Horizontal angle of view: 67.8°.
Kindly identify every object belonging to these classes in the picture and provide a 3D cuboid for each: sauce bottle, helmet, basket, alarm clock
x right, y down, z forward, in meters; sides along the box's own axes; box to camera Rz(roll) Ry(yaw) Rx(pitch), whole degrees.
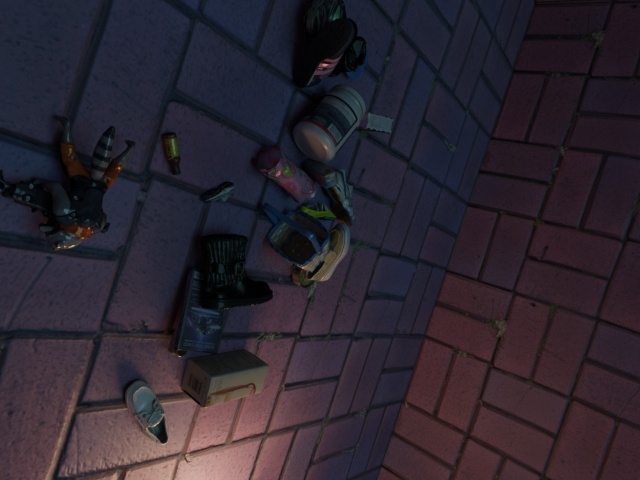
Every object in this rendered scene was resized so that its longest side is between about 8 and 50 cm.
[{"bbox_3d":[-0.451,-0.264,1.456,0.042,0.042,0.128,-28,125,-42],"label":"sauce bottle"},{"bbox_3d":[0.015,-0.798,1.719,0.169,0.169,0.161,-54,153,-21],"label":"helmet"},{"bbox_3d":[-0.094,-0.020,1.856,0.201,0.255,0.289,-51,155,-7],"label":"basket"},{"bbox_3d":[-0.080,0.137,2.088,0.192,0.064,0.129,17,92,-56],"label":"alarm clock"}]

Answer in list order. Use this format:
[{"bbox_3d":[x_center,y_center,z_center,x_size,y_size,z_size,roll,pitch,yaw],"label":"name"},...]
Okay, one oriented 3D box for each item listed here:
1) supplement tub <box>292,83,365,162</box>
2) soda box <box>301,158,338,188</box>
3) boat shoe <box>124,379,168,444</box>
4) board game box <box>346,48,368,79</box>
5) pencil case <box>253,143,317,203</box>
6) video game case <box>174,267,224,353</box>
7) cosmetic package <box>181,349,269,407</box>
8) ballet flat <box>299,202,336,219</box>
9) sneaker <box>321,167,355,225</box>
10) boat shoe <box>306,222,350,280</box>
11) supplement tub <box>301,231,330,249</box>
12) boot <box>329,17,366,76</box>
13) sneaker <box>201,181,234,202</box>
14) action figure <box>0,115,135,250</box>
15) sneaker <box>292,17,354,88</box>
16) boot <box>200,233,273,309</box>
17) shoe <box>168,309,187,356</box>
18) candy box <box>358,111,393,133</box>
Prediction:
[{"bbox_3d":[0.037,-0.459,1.867,0.272,0.191,0.191,-53,140,-22],"label":"supplement tub"},{"bbox_3d":[-0.003,-0.270,1.901,0.063,0.183,0.058,-25,126,-19],"label":"soda box"},{"bbox_3d":[-0.577,0.592,1.628,0.098,0.096,0.277,-39,133,-35],"label":"boat shoe"},{"bbox_3d":[0.135,-0.763,1.993,0.169,0.033,0.133,-57,134,-21],"label":"board game box"},{"bbox_3d":[-0.128,-0.245,1.808,0.284,0.124,0.124,38,75,-53],"label":"pencil case"},{"bbox_3d":[-0.411,0.252,1.672,0.196,0.026,0.274,31,64,-57],"label":"video game case"},{"bbox_3d":[-0.362,0.523,1.829,0.296,0.153,0.129,6,102,-51],"label":"cosmetic package"},{"bbox_3d":[-0.010,-0.123,2.061,0.231,0.077,0.077,-5,93,-49],"label":"ballet flat"},{"bbox_3d":[0.112,-0.192,2.149,0.131,0.112,0.296,-51,140,-25],"label":"sneaker"},{"bbox_3d":[0.032,0.060,2.007,0.094,0.109,0.302,-7,131,-42],"label":"boat shoe"},{"bbox_3d":[0.000,0.000,2.095,0.198,0.106,0.106,37,76,-52],"label":"supplement tub"},{"bbox_3d":[0.118,-0.748,1.821,0.094,0.207,0.246,22,89,-27],"label":"boot"},{"bbox_3d":[-0.346,-0.151,1.635,0.135,0.052,0.058,-34,134,-39],"label":"sneaker"},{"bbox_3d":[-0.629,-0.137,1.183,0.341,0.178,0.330,18,81,-56],"label":"action figure"},{"bbox_3d":[0.029,-0.674,1.711,0.131,0.319,0.112,-25,86,-44],"label":"sneaker"},{"bbox_3d":[-0.292,0.105,1.730,0.348,0.131,0.260,2,88,-61],"label":"boot"},{"bbox_3d":[-0.475,0.292,1.656,0.076,0.058,0.219,36,61,-47],"label":"shoe"},{"bbox_3d":[0.192,-0.514,2.063,0.196,0.165,0.070,-7,109,-50],"label":"candy box"}]
